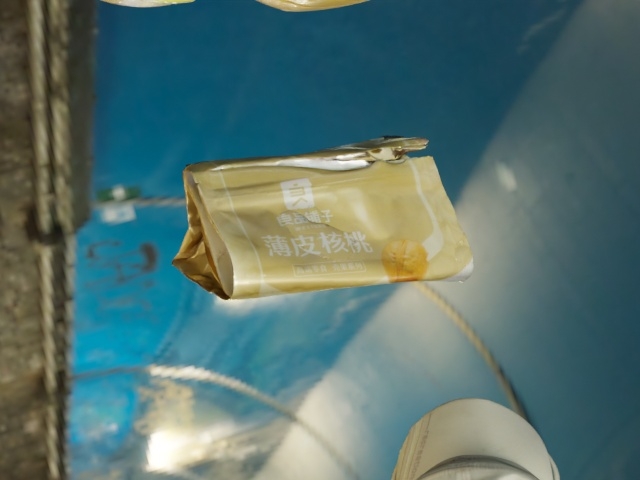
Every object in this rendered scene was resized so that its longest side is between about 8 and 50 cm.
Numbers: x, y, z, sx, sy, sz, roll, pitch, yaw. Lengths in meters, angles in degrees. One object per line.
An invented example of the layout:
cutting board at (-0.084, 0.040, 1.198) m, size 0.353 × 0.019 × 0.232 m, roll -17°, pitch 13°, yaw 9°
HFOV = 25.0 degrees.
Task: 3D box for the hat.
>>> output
hat at (0.167, 0.250, 1.553) m, size 0.164 × 0.219 × 0.226 m, roll 72°, pitch 14°, yaw -57°

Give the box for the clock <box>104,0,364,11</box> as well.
clock at (-0.068, -0.285, 0.995) m, size 0.200 × 0.317 × 0.244 m, roll -9°, pitch -93°, yaw 63°

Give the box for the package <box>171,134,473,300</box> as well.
package at (-0.001, -0.033, 1.713) m, size 0.221 × 0.311 × 0.165 m, roll -157°, pitch -115°, yaw -64°
